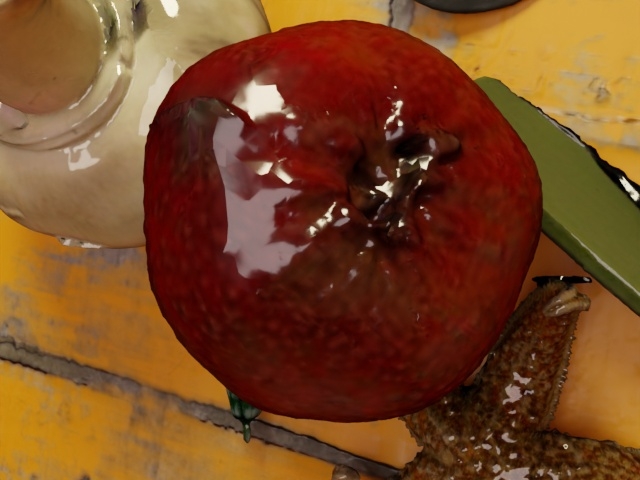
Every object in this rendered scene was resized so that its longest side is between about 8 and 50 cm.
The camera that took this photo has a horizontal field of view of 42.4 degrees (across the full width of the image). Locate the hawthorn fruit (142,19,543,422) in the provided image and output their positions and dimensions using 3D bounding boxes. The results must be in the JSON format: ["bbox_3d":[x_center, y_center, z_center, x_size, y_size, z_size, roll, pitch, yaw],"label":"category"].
[{"bbox_3d":[0.000,0.000,0.585,0.265,0.265,0.307,66,155,7],"label":"hawthorn fruit"}]

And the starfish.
[{"bbox_3d":[0.147,0.163,0.654,0.312,0.113,0.303,23,102,24],"label":"starfish"}]

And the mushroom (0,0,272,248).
[{"bbox_3d":[-0.181,-0.168,0.708,0.315,0.315,0.356,42,143,16],"label":"mushroom"}]

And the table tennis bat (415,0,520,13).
[{"bbox_3d":[0.105,-0.324,0.623,0.173,0.022,0.301,-7,113,10],"label":"table tennis bat"}]

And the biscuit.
[{"bbox_3d":[0.217,-0.010,0.625,0.322,0.099,0.038,44,142,14],"label":"biscuit"}]

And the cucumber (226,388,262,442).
[{"bbox_3d":[-0.055,0.068,0.766,0.056,0.056,0.250,14,97,23],"label":"cucumber"}]
